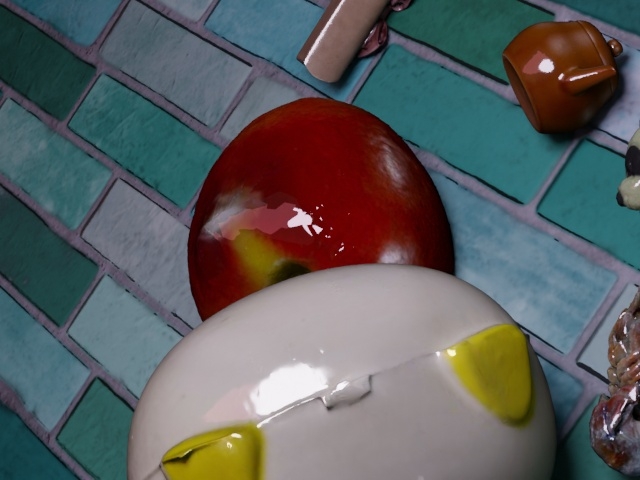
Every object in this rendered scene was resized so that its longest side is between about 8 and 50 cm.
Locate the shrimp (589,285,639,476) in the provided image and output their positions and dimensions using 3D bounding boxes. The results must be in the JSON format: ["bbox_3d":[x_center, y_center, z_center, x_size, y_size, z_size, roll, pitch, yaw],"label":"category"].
[{"bbox_3d":[0.281,0.095,1.656,0.090,0.079,0.232,116,168,-63],"label":"shrimp"}]

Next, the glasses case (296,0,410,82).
[{"bbox_3d":[0.051,-0.260,2.137,0.193,0.070,0.102,-57,12,3],"label":"glasses case"}]

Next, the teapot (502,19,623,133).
[{"bbox_3d":[0.240,-0.166,1.852,0.116,0.116,0.173,-53,13,5],"label":"teapot"}]

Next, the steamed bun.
[{"bbox_3d":[0.018,0.178,1.647,0.374,0.334,0.334,-23,41,-10],"label":"steamed bun"}]

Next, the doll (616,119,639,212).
[{"bbox_3d":[0.364,-0.085,1.649,0.234,0.143,0.135,-41,19,21],"label":"doll"}]

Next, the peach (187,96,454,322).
[{"bbox_3d":[0.000,0.000,1.937,0.281,0.281,0.338,-40,8,19],"label":"peach"}]
